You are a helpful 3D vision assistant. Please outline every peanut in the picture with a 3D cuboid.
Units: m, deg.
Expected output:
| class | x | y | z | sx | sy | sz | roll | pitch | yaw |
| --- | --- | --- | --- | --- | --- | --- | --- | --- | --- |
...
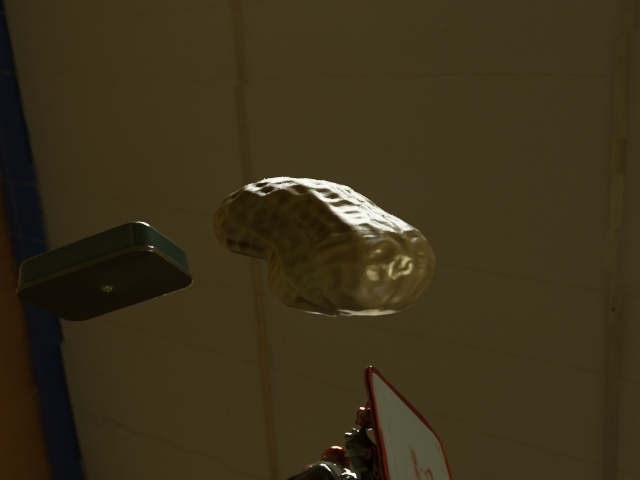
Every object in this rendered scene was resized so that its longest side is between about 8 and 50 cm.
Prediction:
| class | x | y | z | sx | sy | sz | roll | pitch | yaw |
| --- | --- | --- | --- | --- | --- | --- | --- | --- | --- |
| peanut | 0.000 | 0.000 | 0.820 | 0.233 | 0.197 | 0.110 | 39 | -59 | 29 |

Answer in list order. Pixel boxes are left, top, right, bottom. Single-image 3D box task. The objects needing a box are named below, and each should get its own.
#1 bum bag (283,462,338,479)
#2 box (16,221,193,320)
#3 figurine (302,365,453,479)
| class | x | y | z | sx | sy | sz | roll | pitch | yaw |
| --- | --- | --- | --- | --- | --- | --- | --- | --- | --- |
| bum bag | -0.074 | 0.197 | 0.427 | 0.248 | 0.069 | 0.102 | -24 | -118 | 19 |
| box | -0.176 | 0.027 | 0.657 | 0.126 | 0.091 | 0.031 | -19 | -117 | 14 |
| figurine | 0.008 | 0.278 | 0.810 | 0.226 | 0.183 | 0.160 | -33 | -59 | 17 |
